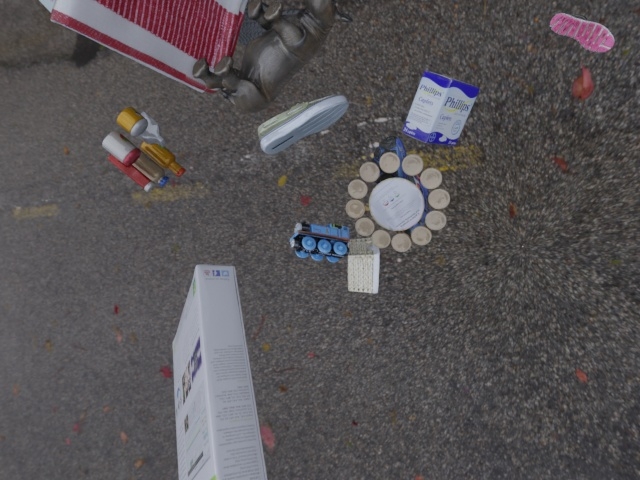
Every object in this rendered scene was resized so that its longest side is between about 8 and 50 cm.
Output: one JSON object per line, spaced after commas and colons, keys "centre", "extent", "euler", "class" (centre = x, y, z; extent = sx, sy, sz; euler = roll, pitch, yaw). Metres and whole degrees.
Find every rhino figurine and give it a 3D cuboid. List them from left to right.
{"centre": [-0.047, -0.269, 0.558], "extent": [0.243, 0.106, 0.073], "euler": [-40, 56, 12], "class": "rhino figurine"}

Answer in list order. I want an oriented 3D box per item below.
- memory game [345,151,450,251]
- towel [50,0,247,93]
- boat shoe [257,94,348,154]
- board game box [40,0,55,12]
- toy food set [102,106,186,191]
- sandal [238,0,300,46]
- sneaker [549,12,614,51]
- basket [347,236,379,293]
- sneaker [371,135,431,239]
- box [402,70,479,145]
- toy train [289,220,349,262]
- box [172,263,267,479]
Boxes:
{"centre": [0.136, -0.066, 0.750], "extent": [0.186, 0.012, 0.186], "euler": [6, 111, 16], "class": "memory game"}
{"centre": [-0.148, -0.361, 0.482], "extent": [0.037, 0.237, 0.328], "euler": [27, 101, 24], "class": "towel"}
{"centre": [-0.062, -0.377, 1.293], "extent": [0.303, 0.109, 0.094], "euler": [-26, 73, 7], "class": "boat shoe"}
{"centre": [-0.419, -0.492, 0.576], "extent": [0.098, 0.303, 0.223], "euler": [-26, 39, 19], "class": "board game box"}
{"centre": [-0.342, -0.167, 0.834], "extent": [0.104, 0.232, 0.111], "euler": [41, 77, -9], "class": "toy food set"}
{"centre": [-0.170, -0.781, 1.552], "extent": [0.446, 0.107, 0.167], "euler": [31, 117, 31], "class": "sandal"}
{"centre": [0.711, -0.567, 1.132], "extent": [0.170, 0.075, 0.063], "euler": [36, 137, 18], "class": "sneaker"}
{"centre": [0.143, 0.082, 1.407], "extent": [0.103, 0.113, 0.167], "euler": [1, 123, 4], "class": "basket"}
{"centre": [0.164, -0.109, 0.828], "extent": [0.087, 0.221, 0.083], "euler": [-37, 39, -19], "class": "sneaker"}
{"centre": [0.267, -0.289, 0.930], "extent": [0.072, 0.126, 0.137], "euler": [38, 122, 37], "class": "box"}
{"centre": [0.000, 0.000, 1.223], "extent": [0.080, 0.184, 0.105], "euler": [131, 142, -53], "class": "toy train"}
{"centre": [-0.141, 0.225, 0.539], "extent": [0.232, 0.059, 0.321], "euler": [-58, 37, 44], "class": "box"}
